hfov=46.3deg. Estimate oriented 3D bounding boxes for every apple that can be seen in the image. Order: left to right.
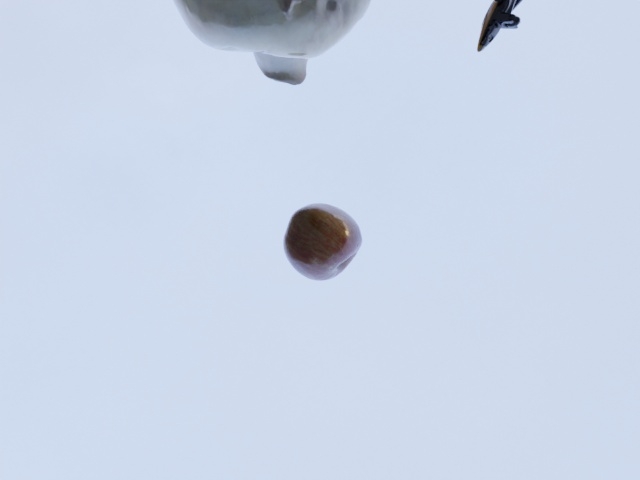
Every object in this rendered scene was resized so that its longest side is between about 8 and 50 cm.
[{"bbox_3d":[0.000,0.000,1.382,0.131,0.146,0.146,40,-102,10],"label":"apple"}]

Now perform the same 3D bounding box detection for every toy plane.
[{"bbox_3d":[0.387,-0.504,1.452,0.103,0.204,0.316,11,-106,45],"label":"toy plane"}]

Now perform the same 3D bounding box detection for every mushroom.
[{"bbox_3d":[-0.078,-0.370,1.112,0.314,0.336,0.314,1,-114,-2],"label":"mushroom"}]
